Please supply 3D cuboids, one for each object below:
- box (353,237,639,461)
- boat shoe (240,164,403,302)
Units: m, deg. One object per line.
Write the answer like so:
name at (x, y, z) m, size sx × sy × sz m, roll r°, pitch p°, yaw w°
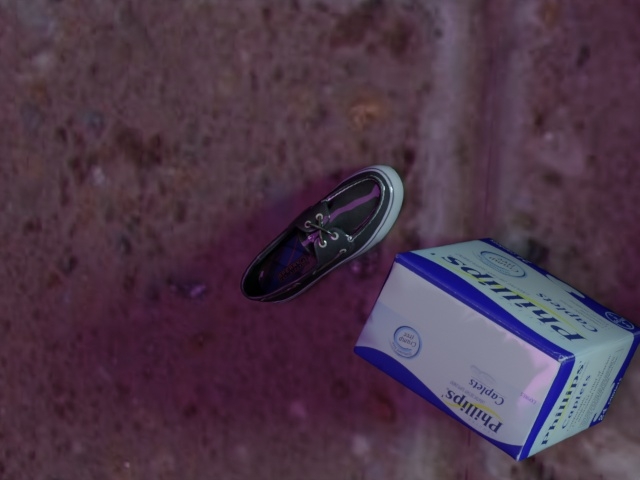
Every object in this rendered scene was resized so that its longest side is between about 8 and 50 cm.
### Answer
box at (0.113, 0.062, 0.987) m, size 0.126 × 0.137 × 0.072 m, roll 32°, pitch 110°, yaw 24°
boat shoe at (0.000, 0.000, 1.106) m, size 0.142 × 0.040 × 0.049 m, roll -42°, pitch 74°, yaw 28°
